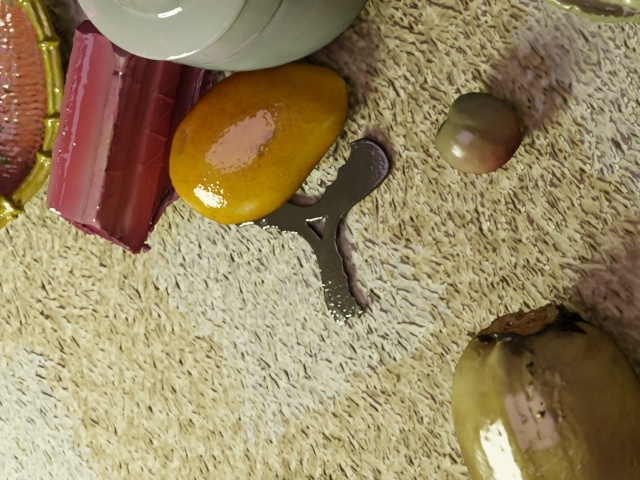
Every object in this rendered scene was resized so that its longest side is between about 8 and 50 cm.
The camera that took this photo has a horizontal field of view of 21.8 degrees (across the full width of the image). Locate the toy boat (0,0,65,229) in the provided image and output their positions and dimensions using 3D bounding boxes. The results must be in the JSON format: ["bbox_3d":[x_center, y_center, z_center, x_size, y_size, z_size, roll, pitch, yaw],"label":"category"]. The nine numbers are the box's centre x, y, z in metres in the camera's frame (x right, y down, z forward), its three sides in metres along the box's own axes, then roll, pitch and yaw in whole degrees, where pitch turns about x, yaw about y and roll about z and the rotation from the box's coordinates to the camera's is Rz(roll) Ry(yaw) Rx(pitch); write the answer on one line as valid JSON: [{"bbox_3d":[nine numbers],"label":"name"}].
[{"bbox_3d":[-0.350,-0.171,1.895,0.141,0.099,0.318,8,101,27],"label":"toy boat"}]

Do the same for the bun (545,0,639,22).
[{"bbox_3d":[0.267,-0.319,1.444,0.259,0.152,0.259,6,108,21],"label":"bun"}]

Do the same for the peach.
[{"bbox_3d":[0.152,-0.101,1.603,0.083,0.083,0.083,7,103,31],"label":"peach"}]

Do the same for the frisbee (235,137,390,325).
[{"bbox_3d":[0.000,0.000,1.757,0.211,0.012,0.187,-13,93,33],"label":"frisbee"}]

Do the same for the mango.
[{"bbox_3d":[-0.065,-0.107,1.717,0.217,0.102,0.141,-30,63,19],"label":"mango"}]

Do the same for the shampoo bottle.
[{"bbox_3d":[-0.088,-0.299,1.605,0.273,0.266,0.273,7,104,30],"label":"shampoo bottle"}]

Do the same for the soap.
[{"bbox_3d":[-0.203,-0.109,1.772,0.099,0.162,0.250,23,110,27],"label":"soap"}]

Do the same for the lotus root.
[{"bbox_3d":[0.237,0.214,1.565,0.183,0.183,0.310,-21,94,33],"label":"lotus root"}]
